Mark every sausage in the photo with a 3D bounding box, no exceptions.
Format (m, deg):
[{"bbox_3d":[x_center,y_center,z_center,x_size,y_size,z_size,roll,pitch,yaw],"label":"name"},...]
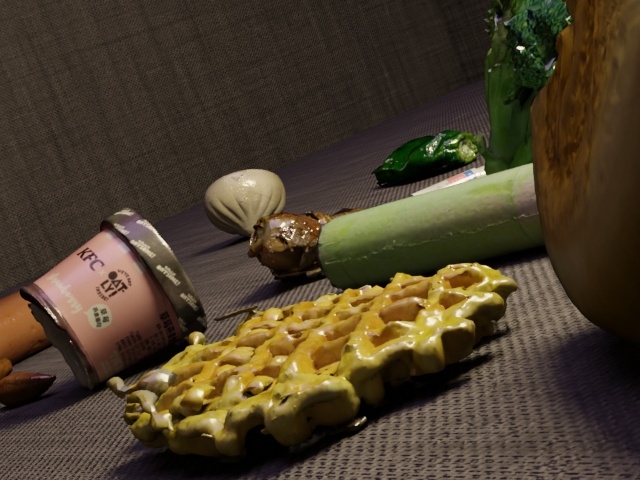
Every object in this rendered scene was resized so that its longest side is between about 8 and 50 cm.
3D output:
[{"bbox_3d":[-0.426,0.127,1.655,0.289,0.086,0.086,-29,10,-41],"label":"sausage"}]

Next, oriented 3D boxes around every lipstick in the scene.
[{"bbox_3d":[0.123,-0.014,1.112,0.304,0.076,0.076,-16,9,42],"label":"lipstick"}]

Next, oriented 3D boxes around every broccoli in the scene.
[{"bbox_3d":[0.256,-0.147,1.197,0.245,0.265,0.294,-55,3,34],"label":"broccoli"}]

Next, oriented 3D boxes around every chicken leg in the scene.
[{"bbox_3d":[-0.008,0.001,1.432,0.125,0.080,0.196,-9,3,18],"label":"chicken leg"}]

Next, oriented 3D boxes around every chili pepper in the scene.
[{"bbox_3d":[0.154,-0.129,1.960,0.098,0.061,0.224,-33,13,-28],"label":"chili pepper"}]

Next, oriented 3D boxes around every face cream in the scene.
[{"bbox_3d":[0.172,-0.064,1.507,0.130,0.034,0.034,-22,7,-12],"label":"face cream"}]

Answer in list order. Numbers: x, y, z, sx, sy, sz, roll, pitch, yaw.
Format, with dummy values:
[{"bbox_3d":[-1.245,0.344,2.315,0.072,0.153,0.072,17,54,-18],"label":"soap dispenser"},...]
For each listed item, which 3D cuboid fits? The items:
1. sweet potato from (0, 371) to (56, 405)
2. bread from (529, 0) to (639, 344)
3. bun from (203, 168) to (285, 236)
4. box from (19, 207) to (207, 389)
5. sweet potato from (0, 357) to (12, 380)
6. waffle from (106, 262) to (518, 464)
[{"bbox_3d":[-0.313,0.154,1.320,0.095,0.034,0.034,-18,8,33],"label":"sweet potato"},{"bbox_3d":[0.207,-0.108,0.646,0.160,0.333,0.333,4,7,-2],"label":"bread"},{"bbox_3d":[-0.118,-0.047,2.052,0.138,0.094,0.138,-12,-26,-6],"label":"bun"},{"bbox_3d":[-0.210,0.064,1.253,0.135,0.151,0.151,-33,10,-18],"label":"box"},{"bbox_3d":[-0.449,0.184,1.416,0.057,0.057,0.264,-17,7,32],"label":"sweet potato"},{"bbox_3d":[-0.005,0.079,0.865,0.262,0.060,0.280,-21,7,-25],"label":"waffle"}]
